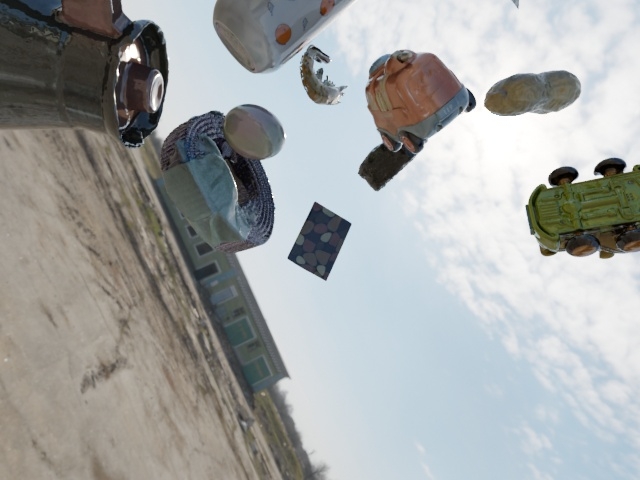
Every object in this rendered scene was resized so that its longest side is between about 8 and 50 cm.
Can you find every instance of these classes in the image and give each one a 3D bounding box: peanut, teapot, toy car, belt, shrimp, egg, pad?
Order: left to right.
[{"bbox_3d":[-0.471,-0.344,0.807,0.376,0.362,0.305,112,-11,-52],"label":"teapot"},{"bbox_3d":[-0.226,-0.127,1.044,0.324,0.122,0.260,67,29,-13],"label":"belt"},{"bbox_3d":[-0.130,-0.211,0.887,0.135,0.103,0.103,30,-30,22],"label":"egg"},{"bbox_3d":[0.000,0.000,1.539,0.158,0.234,0.003,30,-21,-13],"label":"pad"},{"bbox_3d":[0.006,-0.476,1.317,0.058,0.253,0.173,-7,-73,28],"label":"shrimp"},{"bbox_3d":[0.208,-0.342,1.068,0.212,0.181,0.270,52,-3,-19],"label":"toy car"},{"bbox_3d":[0.590,-0.409,1.277,0.136,0.299,0.120,128,-52,-65],"label":"peanut"},{"bbox_3d":[0.547,-0.044,0.906,0.142,0.248,0.200,52,39,-49],"label":"toy car"}]

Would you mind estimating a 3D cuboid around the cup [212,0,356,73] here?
[{"bbox_3d":[-0.086,-0.554,1.065,0.212,0.317,0.212,44,-7,7],"label":"cup"}]

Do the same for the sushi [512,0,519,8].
[{"bbox_3d":[0.524,-0.841,1.244,0.059,0.292,0.293,-1,-96,44],"label":"sushi"}]

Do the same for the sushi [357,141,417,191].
[{"bbox_3d":[0.231,-0.278,1.589,0.127,0.124,0.225,47,-48,-2],"label":"sushi"}]
